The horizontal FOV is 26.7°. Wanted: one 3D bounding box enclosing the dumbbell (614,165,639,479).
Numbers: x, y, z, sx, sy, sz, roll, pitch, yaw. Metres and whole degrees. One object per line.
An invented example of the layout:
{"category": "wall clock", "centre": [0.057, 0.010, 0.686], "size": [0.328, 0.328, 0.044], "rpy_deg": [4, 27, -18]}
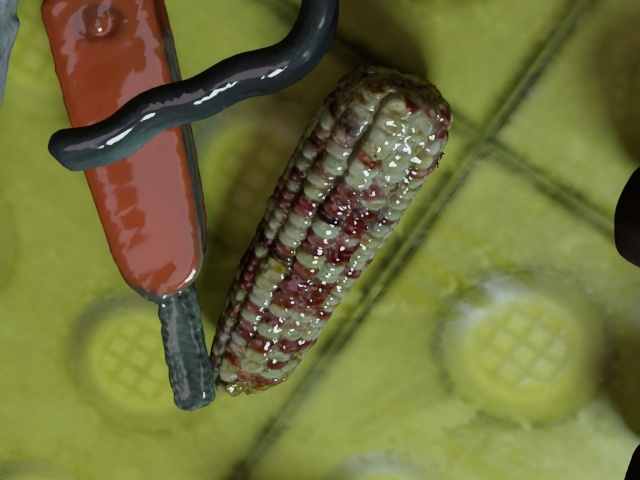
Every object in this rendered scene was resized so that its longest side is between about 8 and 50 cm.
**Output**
{"category": "dumbbell", "centre": [0.231, 0.069, 0.752], "size": [0.124, 0.140, 0.225], "rpy_deg": [3, 112, 21]}

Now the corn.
{"category": "corn", "centre": [0.000, 0.000, 0.809], "size": [0.079, 0.079, 0.237], "rpy_deg": [28, 117, 0]}

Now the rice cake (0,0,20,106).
{"category": "rice cake", "centre": [-0.248, -0.037, 0.853], "size": [0.073, 0.056, 0.365], "rpy_deg": [19, 114, 4]}

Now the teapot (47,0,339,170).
{"category": "teapot", "centre": [-0.083, -0.215, 0.636], "size": [0.285, 0.305, 0.223], "rpy_deg": [-3, 146, 6]}

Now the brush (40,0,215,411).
{"category": "brush", "centre": [-0.109, -0.053, 0.811], "size": [0.070, 0.051, 0.323], "rpy_deg": [-10, 98, 9]}
